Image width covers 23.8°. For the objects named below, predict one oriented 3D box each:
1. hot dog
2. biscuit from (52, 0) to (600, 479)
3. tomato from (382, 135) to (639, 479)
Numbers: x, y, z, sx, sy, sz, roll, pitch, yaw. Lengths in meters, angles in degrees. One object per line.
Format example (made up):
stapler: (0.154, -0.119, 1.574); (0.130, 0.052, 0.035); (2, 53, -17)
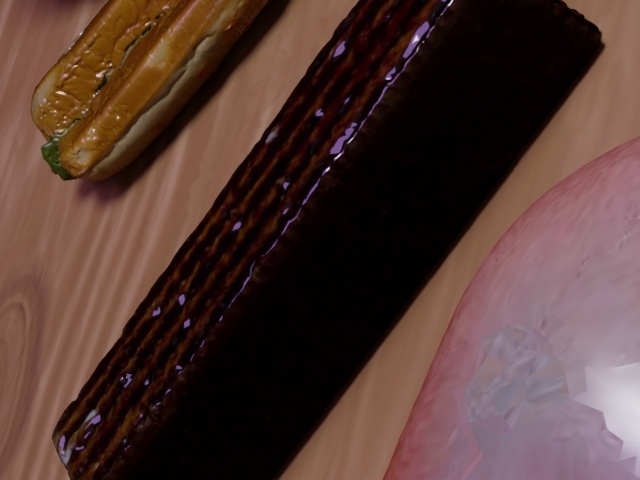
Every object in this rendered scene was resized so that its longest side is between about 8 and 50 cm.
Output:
hot dog: (-0.116, -0.137, 1.081); (0.250, 0.076, 0.104); (-50, 60, 22)
biscuit: (0.000, 0.000, 0.844); (0.388, 0.107, 0.073); (-54, 41, 11)
tomato: (0.170, 0.121, 0.461); (0.341, 0.273, 0.341); (-26, 52, 37)
